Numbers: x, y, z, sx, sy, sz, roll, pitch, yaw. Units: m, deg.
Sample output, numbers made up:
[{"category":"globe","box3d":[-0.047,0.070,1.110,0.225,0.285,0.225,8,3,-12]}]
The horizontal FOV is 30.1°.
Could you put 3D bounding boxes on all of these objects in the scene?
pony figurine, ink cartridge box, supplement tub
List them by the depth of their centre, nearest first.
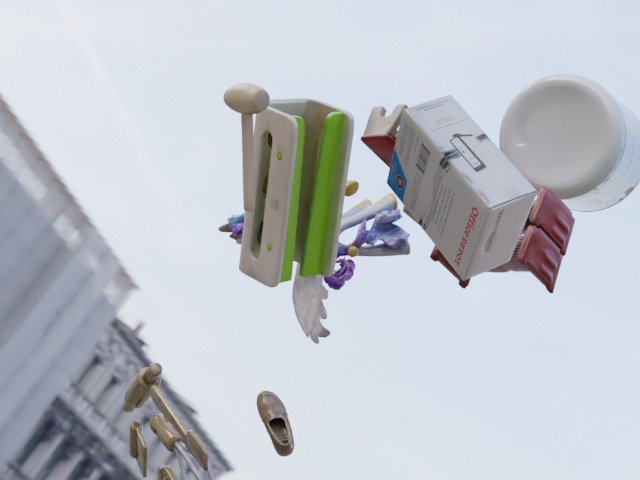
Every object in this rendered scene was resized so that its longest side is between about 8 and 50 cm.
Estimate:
[{"category":"ink cartridge box","box3d":[0.185,-0.072,1.606,0.203,0.085,0.148,54,-29,31]},{"category":"supplement tub","box3d":[0.500,-0.180,2.303,0.235,0.236,0.325,24,6,27]},{"category":"pony figurine","box3d":[0.000,0.000,2.521,0.351,0.363,0.303,-130,-147,-51]}]

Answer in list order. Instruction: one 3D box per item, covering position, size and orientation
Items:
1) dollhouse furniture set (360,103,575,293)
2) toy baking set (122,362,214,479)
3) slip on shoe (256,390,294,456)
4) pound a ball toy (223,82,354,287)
[{"category":"dollhouse furniture set","box3d":[0.242,-0.068,2.011,0.201,0.152,0.374,0,-31,46]},{"category":"toy baking set","box3d":[-0.185,0.248,1.466,0.197,0.030,0.256,62,-31,19]},{"category":"slip on shoe","box3d":[-0.083,0.331,2.191,0.041,0.051,0.135,90,-16,-57]},{"category":"pound a ball toy","box3d":[-0.077,-0.096,1.819,0.135,0.208,0.319,27,-62,45]}]
